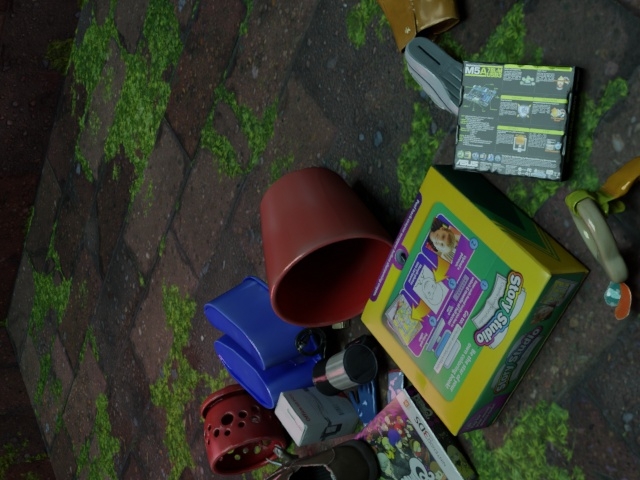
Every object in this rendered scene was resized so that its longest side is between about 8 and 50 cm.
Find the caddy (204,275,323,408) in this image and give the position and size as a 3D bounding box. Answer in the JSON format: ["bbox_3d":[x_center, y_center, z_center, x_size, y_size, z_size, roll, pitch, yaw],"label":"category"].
[{"bbox_3d":[-0.119,0.225,1.909,0.341,0.179,0.241,32,140,47],"label":"caddy"}]

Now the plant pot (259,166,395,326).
[{"bbox_3d":[0.000,0.000,1.683,0.275,0.275,0.243,-60,38,36],"label":"plant pot"}]

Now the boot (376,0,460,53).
[{"bbox_3d":[0.134,-0.457,1.574,0.295,0.104,0.211,-13,82,49],"label":"boot"}]

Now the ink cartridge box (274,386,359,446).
[{"bbox_3d":[-0.008,0.375,1.786,0.109,0.150,0.063,46,127,41],"label":"ink cartridge box"}]

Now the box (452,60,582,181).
[{"bbox_3d":[0.317,-0.197,1.349,0.190,0.045,0.184,10,100,31],"label":"box"}]

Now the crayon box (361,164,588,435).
[{"bbox_3d":[0.251,0.101,1.458,0.313,0.106,0.363,49,130,38],"label":"crayon box"}]

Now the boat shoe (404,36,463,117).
[{"bbox_3d":[0.238,-0.274,1.481,0.226,0.083,0.076,54,169,23],"label":"boat shoe"}]

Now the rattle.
[{"bbox_3d":[0.460,-0.003,1.231,0.200,0.142,0.130,62,171,8],"label":"rattle"}]

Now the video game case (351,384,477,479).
[{"bbox_3d":[0.174,0.427,1.614,0.210,0.041,0.232,57,136,22],"label":"video game case"}]

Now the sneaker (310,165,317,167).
[{"bbox_3d":[-0.037,-0.085,1.880,0.188,0.066,0.071,-55,34,33],"label":"sneaker"}]

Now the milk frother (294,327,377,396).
[{"bbox_3d":[0.028,0.240,1.715,0.134,0.143,0.129,-35,34,53],"label":"milk frother"}]

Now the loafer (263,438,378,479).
[{"bbox_3d":[-0.048,0.516,1.717,0.366,0.130,0.134,-41,67,34],"label":"loafer"}]

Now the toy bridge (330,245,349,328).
[{"bbox_3d":[0.043,0.097,1.802,0.063,0.026,0.188,-11,83,51],"label":"toy bridge"}]

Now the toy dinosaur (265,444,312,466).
[{"bbox_3d":[-0.009,0.605,1.863,0.160,0.121,0.314,-33,70,62],"label":"toy dinosaur"}]

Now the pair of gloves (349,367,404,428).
[{"bbox_3d":[0.129,0.342,1.709,0.198,0.023,0.159,-15,78,52],"label":"pair of gloves"}]

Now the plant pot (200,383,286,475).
[{"bbox_3d":[-0.196,0.454,2.017,0.191,0.191,0.174,-54,46,41],"label":"plant pot"}]
